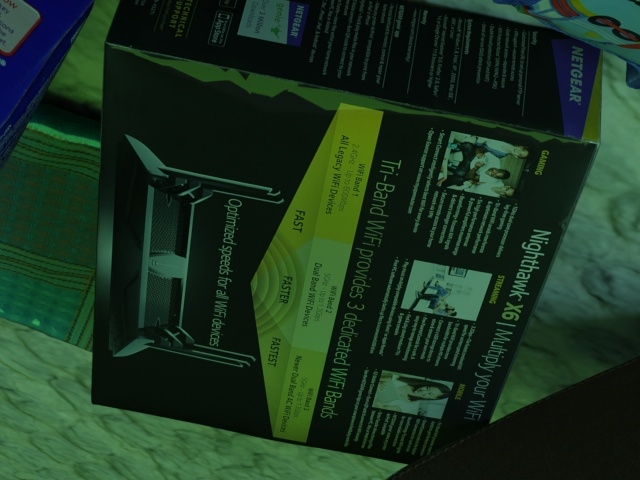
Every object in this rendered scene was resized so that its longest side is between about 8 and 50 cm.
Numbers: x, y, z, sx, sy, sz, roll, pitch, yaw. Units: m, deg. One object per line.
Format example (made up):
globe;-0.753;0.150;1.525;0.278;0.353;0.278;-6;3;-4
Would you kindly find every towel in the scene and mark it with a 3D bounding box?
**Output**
towel;-0.098;0.027;1.006;0.370;0.040;0.271;19;147;-7

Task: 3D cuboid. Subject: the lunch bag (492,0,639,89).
lunch bag;0.224;-0.114;0.583;0.221;0.138;0.293;15;163;-31

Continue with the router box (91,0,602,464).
router box;0.000;0.000;0.842;0.243;0.081;0.308;12;139;-1

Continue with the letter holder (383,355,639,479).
letter holder;0.177;0.155;0.897;0.302;0.214;0.152;-22;115;-10

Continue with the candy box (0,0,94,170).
candy box;-0.301;-0.086;0.805;0.268;0.122;0.317;35;142;-8
